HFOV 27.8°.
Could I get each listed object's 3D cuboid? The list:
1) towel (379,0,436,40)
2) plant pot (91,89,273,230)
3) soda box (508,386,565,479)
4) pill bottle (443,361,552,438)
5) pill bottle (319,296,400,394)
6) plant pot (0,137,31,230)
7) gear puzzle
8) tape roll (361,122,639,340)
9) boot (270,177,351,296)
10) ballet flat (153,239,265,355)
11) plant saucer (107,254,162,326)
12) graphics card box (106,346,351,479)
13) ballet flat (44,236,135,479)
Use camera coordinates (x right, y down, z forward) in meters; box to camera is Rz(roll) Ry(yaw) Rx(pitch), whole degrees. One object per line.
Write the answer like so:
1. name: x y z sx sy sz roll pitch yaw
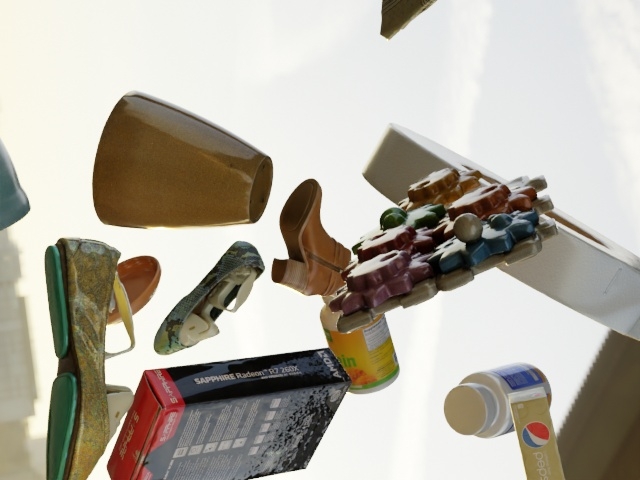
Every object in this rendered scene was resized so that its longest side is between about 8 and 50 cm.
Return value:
1. towel: 0.213 -0.570 2.423 0.324 0.056 0.312 -30 -127 56
2. plant pot: -0.217 -0.110 2.167 0.237 0.254 0.237 14 90 -77
3. soda box: 0.353 0.335 2.091 0.058 0.061 0.181 -68 145 -80
4. pill bottle: 0.392 0.360 2.888 0.152 0.272 0.152 2 -87 38
5. pill bottle: 0.075 0.190 2.730 0.136 0.136 0.245 -137 -152 -65
6. plant pot: -0.498 -0.095 1.475 0.293 0.293 0.196 -148 -135 -69
7. gear puzzle: 0.099 -0.022 1.060 0.044 0.175 0.339 64 13 -10
8. tape roll: 0.229 -0.011 1.460 0.072 0.392 0.392 -60 -154 9
9. boot: 0.000 0.000 2.221 0.073 0.152 0.197 21 -86 49
10. ballet flat: -0.140 0.084 1.649 0.188 0.070 0.070 -52 -154 4
11. plant saucer: -0.399 0.107 2.583 0.037 0.200 0.200 58 -4 -29
12. graphics card box: -0.150 0.301 2.132 0.094 0.371 0.232 54 -47 37
13. ballet flat: -0.297 0.166 1.679 0.123 0.123 0.348 144 -56 -71
